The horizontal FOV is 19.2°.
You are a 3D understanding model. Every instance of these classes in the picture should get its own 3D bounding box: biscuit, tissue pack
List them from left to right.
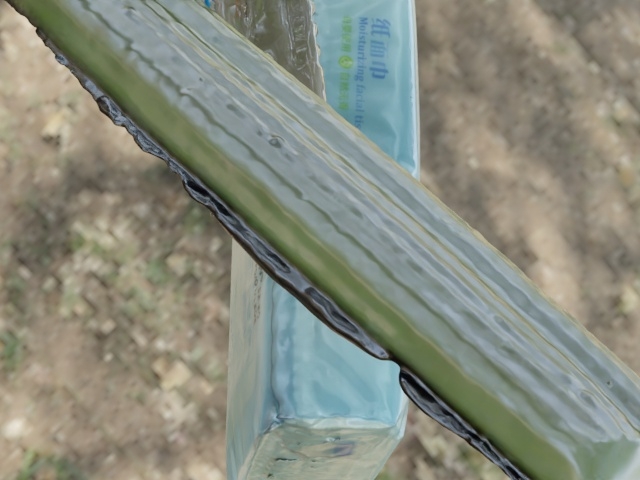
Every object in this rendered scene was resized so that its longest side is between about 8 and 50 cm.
[{"bbox_3d":[0.000,0.000,1.011,0.089,0.177,0.263,3,68,-7],"label":"tissue pack"},{"bbox_3d":[0.005,-0.015,0.678,0.322,0.038,0.099,42,25,27],"label":"biscuit"}]

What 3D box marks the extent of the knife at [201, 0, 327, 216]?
[{"bbox_3d":[-0.049,-0.182,0.851,0.089,0.043,0.365,-10,97,-17],"label":"knife"}]
